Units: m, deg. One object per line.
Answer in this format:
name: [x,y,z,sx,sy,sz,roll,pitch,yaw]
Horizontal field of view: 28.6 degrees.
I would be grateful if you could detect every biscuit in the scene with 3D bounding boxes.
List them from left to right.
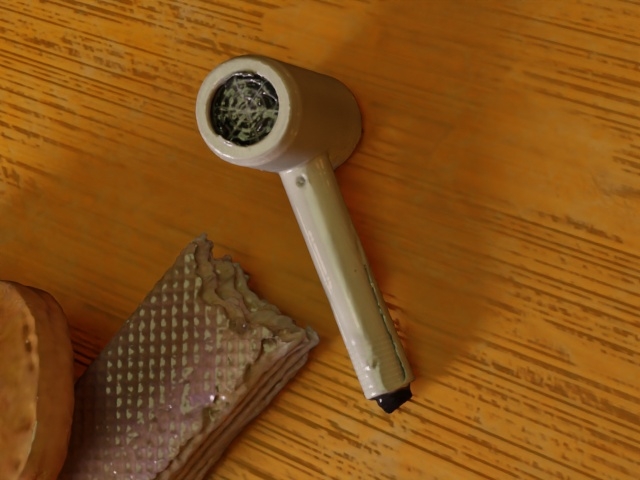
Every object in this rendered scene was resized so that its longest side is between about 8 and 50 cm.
biscuit: [-0.302,0.157,0.911,0.376,0.051,0.269,-24,57,34]
biscuit: [-0.111,0.117,0.852,0.108,0.062,0.239,45,102,25]

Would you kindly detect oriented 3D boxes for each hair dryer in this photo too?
hair dryer: [0.000,0.000,0.799,0.073,0.131,0.236,-20,85,18]
